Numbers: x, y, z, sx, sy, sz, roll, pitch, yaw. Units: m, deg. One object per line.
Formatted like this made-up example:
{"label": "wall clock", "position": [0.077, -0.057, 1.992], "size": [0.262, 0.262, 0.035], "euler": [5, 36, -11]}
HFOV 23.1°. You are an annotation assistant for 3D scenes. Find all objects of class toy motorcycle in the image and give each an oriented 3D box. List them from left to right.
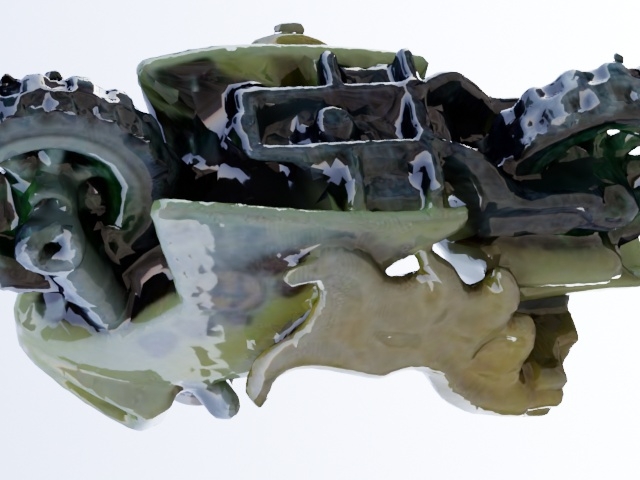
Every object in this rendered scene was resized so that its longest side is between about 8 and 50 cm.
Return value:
{"label": "toy motorcycle", "position": [0.000, 0.000, 0.841], "size": [0.237, 0.410, 0.169], "euler": [98, 166, -52]}

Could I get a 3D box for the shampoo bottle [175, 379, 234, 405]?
{"label": "shampoo bottle", "position": [-0.132, 0.048, 1.737], "size": [0.092, 0.092, 0.303], "euler": [-55, -21, -47]}
